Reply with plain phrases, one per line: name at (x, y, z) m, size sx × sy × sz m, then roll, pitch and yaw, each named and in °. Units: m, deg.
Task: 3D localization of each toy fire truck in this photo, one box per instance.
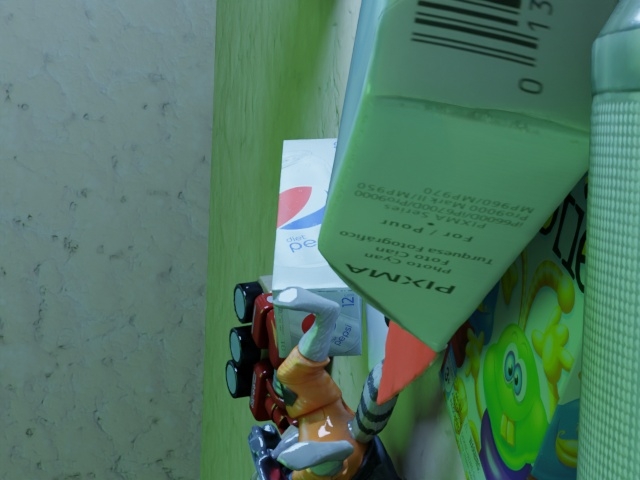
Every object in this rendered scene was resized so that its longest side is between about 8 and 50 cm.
toy fire truck at (-0.052, 0.194, 1.676) m, size 0.246 × 0.158 × 0.217 m, roll -122°, pitch 33°, yaw -47°

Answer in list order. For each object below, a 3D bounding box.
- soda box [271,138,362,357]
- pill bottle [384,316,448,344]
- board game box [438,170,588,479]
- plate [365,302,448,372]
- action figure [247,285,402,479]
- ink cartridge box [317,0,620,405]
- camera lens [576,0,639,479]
soda box at (0.000, 0.000, 1.366) m, size 0.286 × 0.091 × 0.098 m, roll -88°, pitch -6°, yaw -53°
pill bottle at (0.123, -0.035, 0.820) m, size 0.123 × 0.122 × 0.219 m, roll 172°, pitch 111°, yaw -78°
board game box at (0.164, 0.021, 0.609) m, size 0.144 × 0.142 × 0.275 m, roll -102°, pitch 17°, yaw -48°
plate at (0.091, -0.019, 1.198) m, size 0.277 × 0.045 × 0.278 m, roll 133°, pitch 136°, yaw -74°
action figure at (0.032, 0.256, 1.211) m, size 0.330 × 0.178 × 0.341 m, roll 77°, pitch 173°, yaw -47°
ink cartridge box at (0.053, -0.111, 0.620) m, size 0.385 × 0.091 × 0.308 m, roll 114°, pitch 167°, yaw -67°
camera lens at (0.183, 0.050, 0.340) m, size 0.219 × 0.219 × 0.274 m, roll -158°, pitch 69°, yaw -77°
